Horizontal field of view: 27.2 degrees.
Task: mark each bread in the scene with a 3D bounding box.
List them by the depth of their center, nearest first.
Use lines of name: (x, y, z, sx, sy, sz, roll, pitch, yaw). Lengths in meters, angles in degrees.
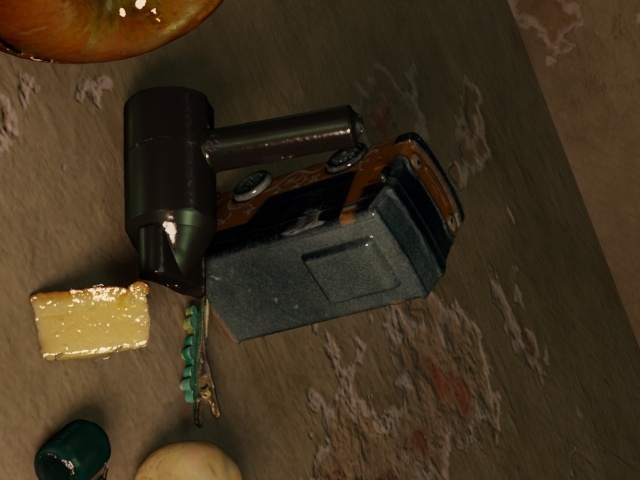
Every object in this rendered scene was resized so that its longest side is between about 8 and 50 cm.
bread: (-0.244, 0.089, 1.436, 0.080, 0.109, 0.084, 6, 74, -62)

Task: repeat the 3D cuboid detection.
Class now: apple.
apple: (-0.267, -0.392, 1.472, 0.384, 0.374, 0.374, -11, 83, -21)

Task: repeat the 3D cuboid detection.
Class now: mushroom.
mushroom: (-0.145, 0.293, 1.488, 0.148, 0.112, 0.148, 35, 46, -45)

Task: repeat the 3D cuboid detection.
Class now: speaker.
speaker: (-0.252, 0.241, 1.385, 0.094, 0.060, 0.075, 66, 31, -13)

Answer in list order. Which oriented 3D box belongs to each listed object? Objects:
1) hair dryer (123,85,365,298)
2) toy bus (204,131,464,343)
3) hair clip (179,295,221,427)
hair dryer: (-0.091, -0.071, 1.586, 0.116, 0.302, 0.244, 47, 35, -65)
toy bus: (0.000, 0.000, 1.679, 0.162, 0.323, 0.194, 58, 35, -25)
hair clip: (-0.152, 0.145, 1.626, 0.049, 0.049, 0.173, 33, 42, -49)
